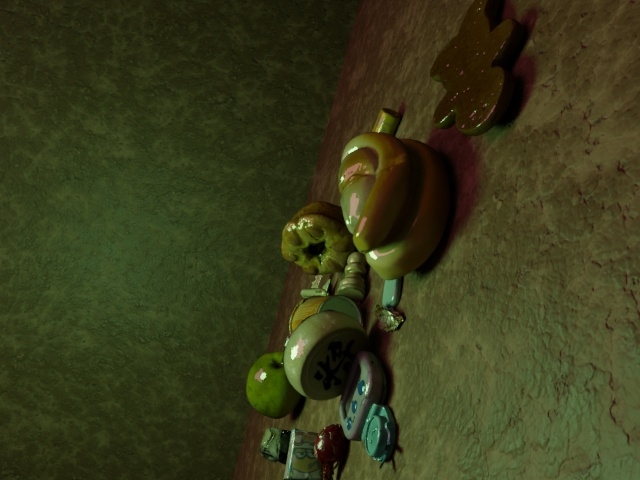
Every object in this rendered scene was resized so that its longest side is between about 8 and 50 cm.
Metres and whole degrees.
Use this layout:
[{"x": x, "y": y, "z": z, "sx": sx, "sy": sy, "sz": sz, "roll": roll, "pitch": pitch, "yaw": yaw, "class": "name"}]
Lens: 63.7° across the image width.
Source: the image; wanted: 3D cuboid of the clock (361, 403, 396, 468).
[{"x": 0.141, "y": 0.462, "z": 1.205, "sx": 0.147, "sy": 0.045, "sz": 0.108, "roll": -117, "pitch": 42, "yaw": -74, "class": "clock"}]

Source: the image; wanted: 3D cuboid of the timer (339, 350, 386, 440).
[{"x": 0.110, "y": 0.409, "z": 1.364, "sx": 0.191, "sy": 0.069, "sz": 0.209, "roll": -113, "pitch": 38, "yaw": -73, "class": "timer"}]

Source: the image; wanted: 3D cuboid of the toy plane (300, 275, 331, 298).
[{"x": -0.017, "y": 0.225, "z": 2.165, "sx": 0.256, "sy": 0.104, "sz": 0.242, "roll": 147, "pitch": 135, "yaw": -74, "class": "toy plane"}]

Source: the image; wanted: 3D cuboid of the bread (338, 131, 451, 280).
[{"x": 0.160, "y": -0.100, "z": 1.335, "sx": 0.424, "sy": 0.245, "sz": 0.329, "roll": -93, "pitch": 20, "yaw": -47, "class": "bread"}]

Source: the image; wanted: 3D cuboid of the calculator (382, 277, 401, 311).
[{"x": 0.197, "y": 0.136, "z": 1.420, "sx": 0.095, "sy": 0.021, "sz": 0.153, "roll": 130, "pitch": 154, "yaw": -66, "class": "calculator"}]

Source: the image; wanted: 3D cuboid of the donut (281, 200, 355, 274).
[{"x": 0.000, "y": 0.000, "z": 1.948, "sx": 0.317, "sy": 0.299, "sz": 0.150, "roll": -21, "pitch": 34, "yaw": 36, "class": "donut"}]

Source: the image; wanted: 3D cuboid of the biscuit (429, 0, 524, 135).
[{"x": 0.360, "y": -0.379, "z": 1.181, "sx": 0.283, "sy": 0.064, "sz": 0.432, "roll": -55, "pitch": 23, "yaw": 38, "class": "biscuit"}]

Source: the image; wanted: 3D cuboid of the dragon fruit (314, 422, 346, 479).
[{"x": 0.024, "y": 0.623, "z": 1.475, "sx": 0.094, "sy": 0.094, "sz": 0.191, "roll": 145, "pitch": 134, "yaw": -73, "class": "dragon fruit"}]

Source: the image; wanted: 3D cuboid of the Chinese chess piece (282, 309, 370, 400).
[{"x": 0.019, "y": 0.323, "z": 1.452, "sx": 0.104, "sy": 0.257, "sz": 0.258, "roll": 34, "pitch": 111, "yaw": 50, "class": "Chinese chess piece"}]

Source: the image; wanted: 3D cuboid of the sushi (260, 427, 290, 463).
[{"x": -0.215, "y": 0.890, "z": 2.245, "sx": 0.273, "sy": 0.109, "sz": 0.135, "roll": 127, "pitch": 157, "yaw": -64, "class": "sushi"}]

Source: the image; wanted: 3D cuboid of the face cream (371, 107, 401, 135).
[{"x": 0.205, "y": -0.340, "z": 1.871, "sx": 0.078, "sy": 0.078, "sz": 0.274, "roll": -92, "pitch": 21, "yaw": -57, "class": "face cream"}]

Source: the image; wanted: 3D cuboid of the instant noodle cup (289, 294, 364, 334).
[{"x": 0.029, "y": 0.268, "z": 1.646, "sx": 0.172, "sy": 0.215, "sz": 0.216, "roll": -32, "pitch": 43, "yaw": 61, "class": "instant noodle cup"}]

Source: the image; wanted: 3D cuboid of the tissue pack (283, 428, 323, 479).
[{"x": -0.048, "y": 0.694, "z": 1.651, "sx": 0.065, "sy": 0.115, "sz": 0.155, "roll": 118, "pitch": 163, "yaw": -58, "class": "tissue pack"}]

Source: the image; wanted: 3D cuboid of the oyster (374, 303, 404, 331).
[{"x": 0.182, "y": 0.210, "z": 1.365, "sx": 0.132, "sy": 0.029, "sz": 0.086, "roll": 33, "pitch": 137, "yaw": 57, "class": "oyster"}]

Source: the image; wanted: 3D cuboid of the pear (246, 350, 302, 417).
[{"x": -0.186, "y": 0.604, "z": 2.153, "sx": 0.253, "sy": 0.252, "sz": 0.307, "roll": -86, "pitch": 8, "yaw": -45, "class": "pear"}]

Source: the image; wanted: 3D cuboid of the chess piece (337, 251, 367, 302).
[{"x": 0.118, "y": 0.114, "z": 1.714, "sx": 0.094, "sy": 0.094, "sz": 0.171, "roll": 120, "pitch": 169, "yaw": -54, "class": "chess piece"}]
